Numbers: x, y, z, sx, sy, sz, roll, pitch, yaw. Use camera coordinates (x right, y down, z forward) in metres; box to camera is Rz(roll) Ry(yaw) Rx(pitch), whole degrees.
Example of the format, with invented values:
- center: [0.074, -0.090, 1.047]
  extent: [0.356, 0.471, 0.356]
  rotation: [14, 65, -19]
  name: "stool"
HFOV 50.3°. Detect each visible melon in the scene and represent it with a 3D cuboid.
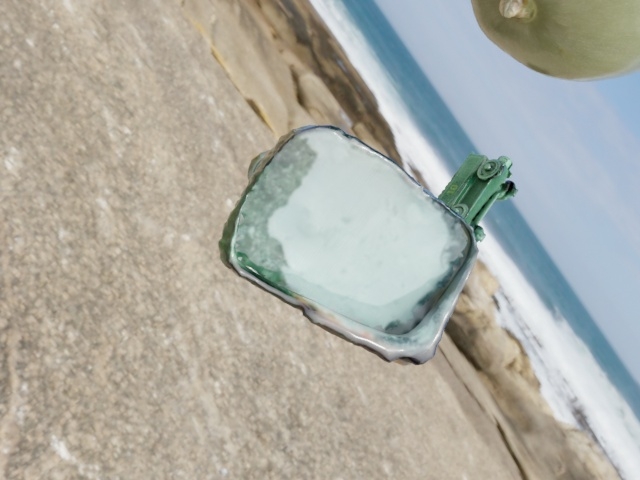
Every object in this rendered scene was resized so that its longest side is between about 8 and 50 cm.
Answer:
- center: [0.282, -0.288, 0.656]
  extent: [0.272, 0.308, 0.271]
  rotation: [-25, 90, -88]
  name: "melon"

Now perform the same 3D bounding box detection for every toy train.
- center: [0.230, -0.063, 1.055]
  extent: [0.070, 0.172, 0.099]
  rotation: [47, -17, -33]
  name: "toy train"

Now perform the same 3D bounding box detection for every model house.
- center: [0.000, 0.000, 0.799]
  extent: [0.253, 0.184, 0.291]
  rotation: [28, -7, -17]
  name: "model house"
